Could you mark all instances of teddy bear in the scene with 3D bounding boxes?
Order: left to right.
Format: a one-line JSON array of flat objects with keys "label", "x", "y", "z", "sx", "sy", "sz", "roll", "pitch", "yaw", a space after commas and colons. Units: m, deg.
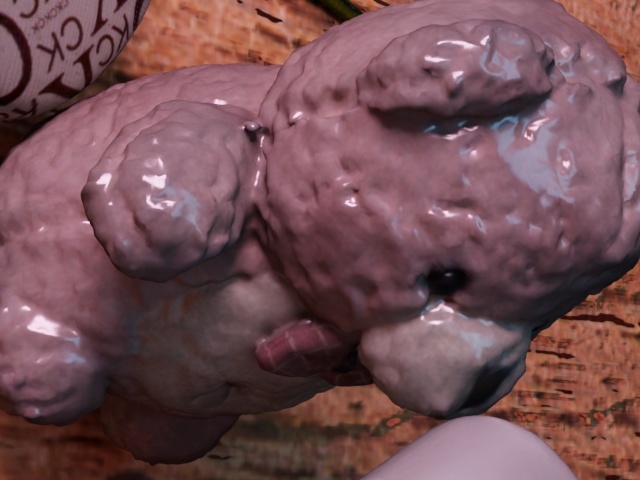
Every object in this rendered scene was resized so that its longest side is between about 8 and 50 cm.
[{"label": "teddy bear", "x": -0.001, "y": -0.001, "z": 0.705, "sx": 0.236, "sy": 0.267, "sz": 0.151, "roll": 27, "pitch": 60, "yaw": -58}]

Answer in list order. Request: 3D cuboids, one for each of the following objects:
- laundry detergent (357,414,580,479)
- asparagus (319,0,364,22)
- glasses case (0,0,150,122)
[{"label": "laundry detergent", "x": -0.082, "y": 0.220, "z": 0.628, "sx": 0.398, "sy": 0.264, "sz": 0.125, "roll": -33, "pitch": 83, "yaw": -12}, {"label": "asparagus", "x": -0.018, "y": -0.132, "z": 0.885, "sx": 0.166, "sy": 0.013, "sz": 0.016, "roll": 33, "pitch": 53, "yaw": -43}, {"label": "glasses case", "x": -0.177, "y": -0.199, "z": 0.657, "sx": 0.355, "sy": 0.085, "sz": 0.137, "roll": 57, "pitch": 48, "yaw": -28}]
